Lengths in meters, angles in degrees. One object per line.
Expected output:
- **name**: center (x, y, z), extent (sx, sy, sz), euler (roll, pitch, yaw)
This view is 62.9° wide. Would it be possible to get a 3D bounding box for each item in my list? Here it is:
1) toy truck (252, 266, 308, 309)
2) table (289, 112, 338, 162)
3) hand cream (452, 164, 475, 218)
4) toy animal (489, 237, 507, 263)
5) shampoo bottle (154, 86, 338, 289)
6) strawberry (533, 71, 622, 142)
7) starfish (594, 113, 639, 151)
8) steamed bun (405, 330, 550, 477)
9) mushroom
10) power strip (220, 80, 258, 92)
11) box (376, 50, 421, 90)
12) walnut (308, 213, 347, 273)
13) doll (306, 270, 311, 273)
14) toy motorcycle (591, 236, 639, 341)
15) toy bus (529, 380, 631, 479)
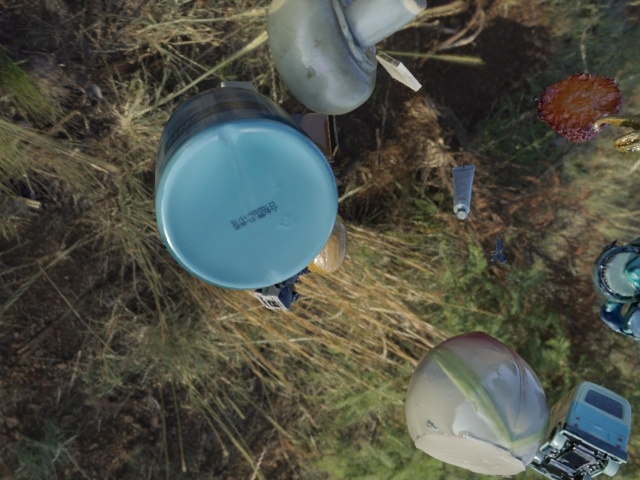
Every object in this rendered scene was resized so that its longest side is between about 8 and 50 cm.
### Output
- **toy truck**: center (-0.112, 0.080, 1.542), extent (0.101, 0.124, 0.243), euler (59, 42, -49)
- **table**: center (-0.068, -0.406, 2.006), extent (0.250, 0.282, 0.197), euler (-5, 90, -3)
- **hand cream**: center (0.551, -0.195, 2.022), extent (0.058, 0.091, 0.272), euler (57, 35, -41)
- **toy animal**: center (0.442, 0.034, 1.315), extent (0.050, 0.028, 0.084), euler (-33, 122, 0)
- **shampoo bottle**: center (-0.160, -0.115, 1.049), extent (0.330, 0.343, 0.332), euler (-6, 116, -13)
- **strawberry**: center (0.759, -0.367, 1.561), extent (0.234, 0.233, 0.178), euler (-53, 146, -12)
- **starfish**: center (0.588, -0.180, 0.924), extent (0.146, 0.190, 0.074), euler (-32, 149, -22)
- **steamed bun**: center (0.333, 0.322, 1.123), extent (0.309, 0.309, 0.310), euler (-24, 127, -37)
- **mushroom**: center (0.056, -0.456, 1.135), extent (0.336, 0.315, 0.314), euler (-29, 150, 28)
- **power strip**: center (-0.199, -0.358, 1.456), extent (0.098, 0.338, 0.058), euler (-8, 135, -26)
- **box**: center (0.248, -0.548, 1.684), extent (0.029, 0.198, 0.109), euler (-45, 121, 12)
- **walnut**: center (0.000, 0.000, 1.724), extent (0.193, 0.193, 0.226), euler (-21, 107, -39)
- **doll**: center (-0.146, 0.092, 2.002), extent (0.191, 0.149, 0.095), euler (-15, 141, -12)
- **toy motorcycle**: center (0.561, 0.057, 0.795), extent (0.260, 0.206, 0.154), euler (-30, 173, 4)
- **toy bus**: center (0.565, 0.429, 1.156), extent (0.165, 0.133, 0.271), euler (-55, 161, -30)
